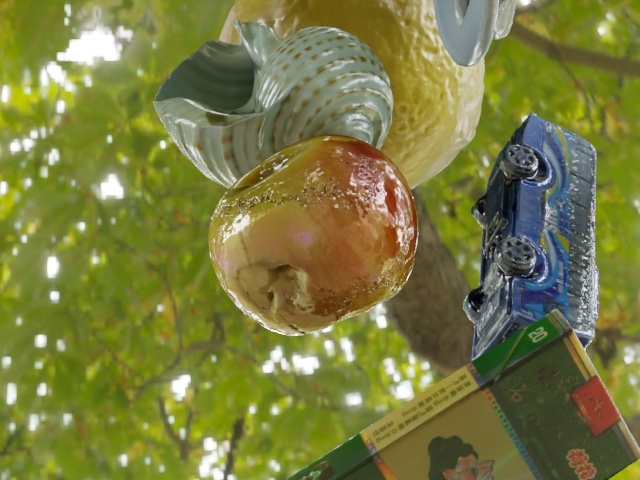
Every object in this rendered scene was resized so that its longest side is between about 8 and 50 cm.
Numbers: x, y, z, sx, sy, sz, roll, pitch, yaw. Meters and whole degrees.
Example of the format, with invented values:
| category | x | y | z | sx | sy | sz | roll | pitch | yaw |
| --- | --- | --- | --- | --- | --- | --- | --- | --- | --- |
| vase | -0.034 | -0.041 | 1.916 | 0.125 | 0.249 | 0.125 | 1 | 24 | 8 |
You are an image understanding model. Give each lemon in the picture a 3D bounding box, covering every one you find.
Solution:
| category | x | y | z | sx | sy | sz | roll | pitch | yaw |
| --- | --- | --- | --- | --- | --- | --- | --- | --- | --- |
| lemon | 0.030 | -0.175 | 1.399 | 0.293 | 0.293 | 0.293 | -5 | -48 | -6 |

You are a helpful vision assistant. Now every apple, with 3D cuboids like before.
| category | x | y | z | sx | sy | sz | roll | pitch | yaw |
| --- | --- | --- | --- | --- | --- | --- | --- | --- | --- |
| apple | 0.000 | 0.000 | 0.951 | 0.146 | 0.146 | 0.146 | -5 | -48 | -6 |

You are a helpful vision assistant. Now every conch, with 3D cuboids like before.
| category | x | y | z | sx | sy | sz | roll | pitch | yaw |
| --- | --- | --- | --- | --- | --- | --- | --- | --- | --- |
| conch | -0.031 | -0.101 | 1.125 | 0.172 | 0.200 | 0.131 | -35 | -62 | -7 |

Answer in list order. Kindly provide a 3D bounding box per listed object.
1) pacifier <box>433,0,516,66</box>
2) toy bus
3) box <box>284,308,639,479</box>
| category | x | y | z | sx | sy | sz | roll | pitch | yaw |
| --- | --- | --- | --- | --- | --- | --- | --- | --- | --- |
| pacifier | 0.059 | -0.278 | 1.140 | 0.233 | 0.300 | 0.244 | -4 | -24 | -11 |
| toy bus | 0.173 | 0.002 | 1.104 | 0.094 | 0.237 | 0.079 | 17 | -44 | -6 |
| box | 0.085 | 0.156 | 0.905 | 0.235 | 0.034 | 0.132 | -32 | -58 | 1 |
